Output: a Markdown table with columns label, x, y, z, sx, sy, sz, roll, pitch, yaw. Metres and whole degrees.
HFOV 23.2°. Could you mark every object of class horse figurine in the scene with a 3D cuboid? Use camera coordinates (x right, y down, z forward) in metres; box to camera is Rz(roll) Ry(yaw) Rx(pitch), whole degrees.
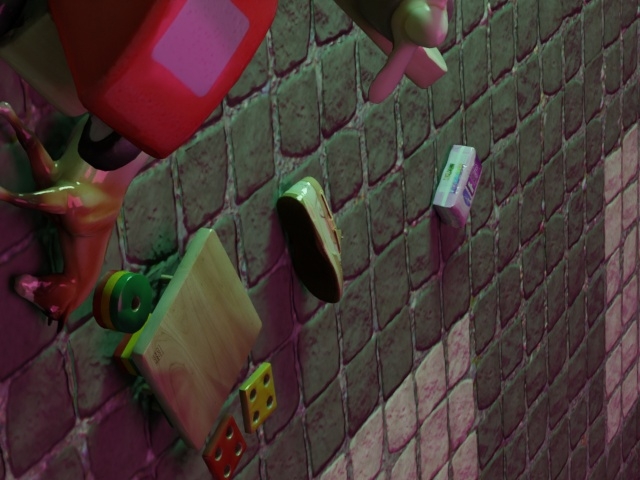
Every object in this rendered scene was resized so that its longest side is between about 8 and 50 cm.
| label | x | y | z | sx | sy | sz | roll | pitch | yaw |
| --- | --- | --- | --- | --- | --- | --- | --- | --- | --- |
| horse figurine | -0.164 | -0.084 | 1.109 | 0.174 | 0.066 | 0.263 | 49 | 57 | -49 |

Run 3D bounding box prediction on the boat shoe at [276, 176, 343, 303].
| label | x | y | z | sx | sy | sz | roll | pitch | yaw |
| --- | --- | --- | --- | --- | --- | --- | --- | --- | --- |
| boat shoe | 0.000 | 0.000 | 1.465 | 0.045 | 0.050 | 0.135 | -52 | 141 | -36 |

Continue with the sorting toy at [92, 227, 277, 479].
| label | x | y | z | sx | sy | sz | roll | pitch | yaw |
| --- | --- | --- | --- | --- | --- | --- | --- | --- | --- |
| sorting toy | -0.109 | 0.084 | 1.281 | 0.132 | 0.046 | 0.274 | -64 | 147 | -32 |

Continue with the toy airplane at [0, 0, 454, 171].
| label | x | y | z | sx | sy | sz | roll | pitch | yaw |
| --- | --- | --- | --- | --- | --- | --- | --- | --- | --- |
| toy airplane | -0.063 | -0.255 | 0.965 | 0.386 | 0.272 | 0.384 | -18 | 86 | -58 |

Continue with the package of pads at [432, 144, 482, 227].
| label | x | y | z | sx | sy | sz | roll | pitch | yaw |
| --- | --- | --- | --- | --- | --- | --- | --- | --- | --- |
| package of pads | 0.156 | -0.061 | 1.771 | 0.083 | 0.032 | 0.050 | -70 | 153 | -23 |
